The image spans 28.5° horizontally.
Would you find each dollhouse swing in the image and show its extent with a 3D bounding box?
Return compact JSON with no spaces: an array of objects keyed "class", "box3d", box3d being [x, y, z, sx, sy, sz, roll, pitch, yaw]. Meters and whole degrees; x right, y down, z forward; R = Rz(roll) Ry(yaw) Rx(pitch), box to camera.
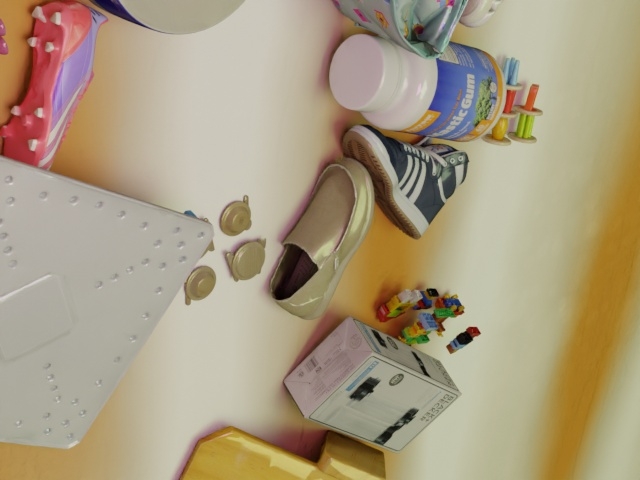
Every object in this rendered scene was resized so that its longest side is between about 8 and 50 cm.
[{"class":"dollhouse swing","box3d":[-0.101,0.472,2.128,0.347,0.305,0.315,-64,180,3]}]

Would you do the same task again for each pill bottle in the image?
[{"class":"pill bottle","box3d":[0.146,-0.236,1.912,0.272,0.152,0.152,3,109,-45]}]

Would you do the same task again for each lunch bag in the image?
[{"class":"lunch bag","box3d":[0.092,-0.393,1.720,0.160,0.223,0.262,-27,128,-23]}]

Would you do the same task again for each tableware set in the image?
[{"class":"tableware set","box3d":[-0.149,0.015,1.861,0.168,0.020,0.141,-27,127,-32]}]

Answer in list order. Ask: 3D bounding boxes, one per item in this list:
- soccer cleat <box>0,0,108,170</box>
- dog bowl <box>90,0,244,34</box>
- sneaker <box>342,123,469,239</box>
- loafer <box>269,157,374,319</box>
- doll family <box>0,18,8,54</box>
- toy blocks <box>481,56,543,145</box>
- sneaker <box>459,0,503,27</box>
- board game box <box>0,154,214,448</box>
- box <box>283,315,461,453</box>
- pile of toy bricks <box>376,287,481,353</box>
[{"class":"soccer cleat","box3d":[-0.325,-0.172,1.546,0.095,0.083,0.248,1,108,-49]},{"class":"dog bowl","box3d":[-0.185,-0.391,1.540,0.265,0.104,0.265,-22,125,-35]},{"class":"sneaker","box3d":[0.141,-0.133,2.003,0.153,0.099,0.282,-48,142,-9]},{"class":"loafer","box3d":[0.000,0.000,1.936,0.092,0.102,0.269,4,109,-52]},{"class":"doll family","box3d":[-0.446,-0.270,1.367,0.163,0.118,0.263,-37,151,-33]},{"class":"toy blocks","box3d":[0.341,-0.243,2.173,0.123,0.054,0.148,-9,117,-41]},{"class":"sneaker","box3d":[0.238,-0.475,1.919,0.118,0.110,0.292,4,101,-37]},{"class":"board game box","box3d":[-0.377,0.085,1.596,0.390,0.050,0.390,18,111,-48]},{"class":"box","box3d":[0.094,0.250,2.139,0.169,0.087,0.290,-45,140,12]},{"class":"pile of toy bricks","box3d":[0.182,0.155,2.214,0.105,0.118,0.212,-40,156,26]}]
